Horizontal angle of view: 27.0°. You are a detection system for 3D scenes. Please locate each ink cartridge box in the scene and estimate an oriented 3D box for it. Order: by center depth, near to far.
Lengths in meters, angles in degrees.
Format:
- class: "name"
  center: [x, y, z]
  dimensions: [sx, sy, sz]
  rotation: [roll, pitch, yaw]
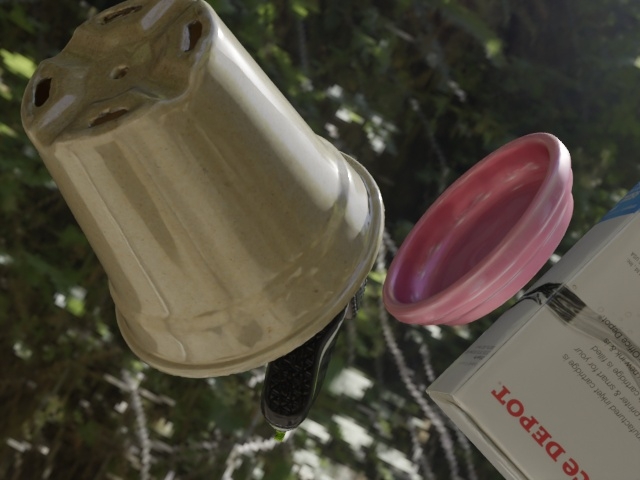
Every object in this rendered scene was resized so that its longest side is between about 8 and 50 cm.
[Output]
- class: "ink cartridge box"
  center: [0.365, 0.148, 1.568]
  dimensions: [0.285, 0.395, 0.166]
  rotation: [47, -8, -2]

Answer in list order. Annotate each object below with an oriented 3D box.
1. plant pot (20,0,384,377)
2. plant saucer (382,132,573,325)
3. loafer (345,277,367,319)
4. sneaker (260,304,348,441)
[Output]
- class: "plant pot"
  center: [-0.143, -0.077, 1.406]
  dimensions: [0.334, 0.334, 0.305]
  rotation: [13, -32, 40]
- class: "plant saucer"
  center: [0.229, -0.003, 1.848]
  dimensions: [0.084, 0.332, 0.332]
  rotation: [42, -21, -16]
- class: "loafer"
  center: [0.000, 0.000, 2.309]
  dimensions: [0.130, 0.133, 0.366]
  rotation: [8, -46, 14]
- class: "sneaker"
  center: [-0.026, 0.143, 1.724]
  dimensions: [0.084, 0.234, 0.097]
  rotation: [19, -20, 8]
